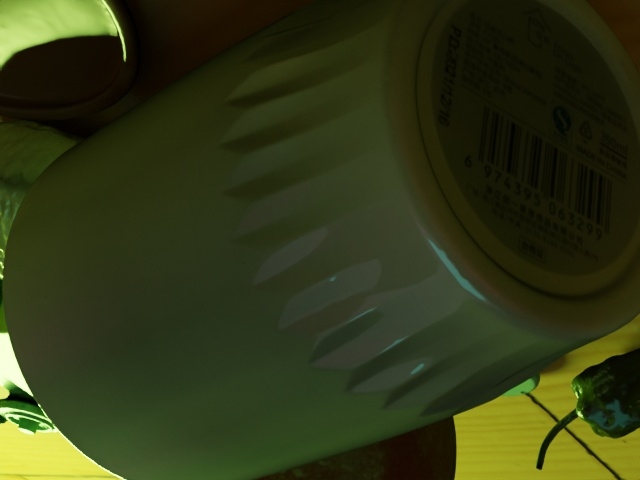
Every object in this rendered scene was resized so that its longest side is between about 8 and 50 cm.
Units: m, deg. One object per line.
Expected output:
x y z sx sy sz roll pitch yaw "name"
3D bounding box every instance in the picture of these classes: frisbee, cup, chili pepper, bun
-0.234 -0.153 0.827 0.251 0.021 0.251 11 154 5 "frisbee"
0.000 0.000 0.761 0.253 0.253 0.371 30 147 -28 "cup"
0.262 0.123 1.068 0.204 0.073 0.072 -16 124 28 "chili pepper"
-0.186 -0.022 0.974 0.188 0.111 0.164 12 143 23 "bun"

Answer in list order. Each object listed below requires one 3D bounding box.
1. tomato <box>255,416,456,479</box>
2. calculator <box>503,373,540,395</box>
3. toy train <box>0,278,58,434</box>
0.001 0.161 1.083 0.270 0.223 0.270 54 175 8 "tomato"
0.124 0.103 1.151 0.153 0.021 0.095 23 152 -19 "calculator"
-0.254 0.099 1.220 0.202 0.120 0.301 -1 150 24 "toy train"
